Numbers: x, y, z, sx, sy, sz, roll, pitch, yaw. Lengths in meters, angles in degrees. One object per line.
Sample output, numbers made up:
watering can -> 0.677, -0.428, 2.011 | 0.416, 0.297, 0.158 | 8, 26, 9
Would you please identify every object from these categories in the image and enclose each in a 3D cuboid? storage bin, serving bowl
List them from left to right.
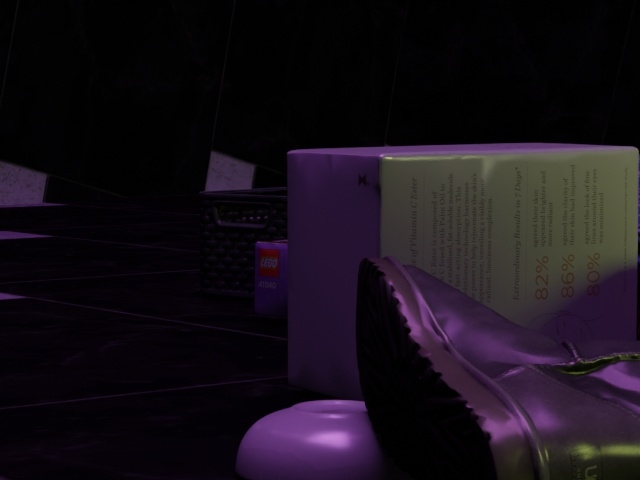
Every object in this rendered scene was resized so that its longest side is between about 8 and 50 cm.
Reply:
storage bin -> 0.000, 0.000, 1.534 | 0.122, 0.084, 0.180 | 4, 7, 43
serving bowl -> 0.006, 0.082, 0.782 | 0.083, 0.027, 0.083 | 0, 5, 0

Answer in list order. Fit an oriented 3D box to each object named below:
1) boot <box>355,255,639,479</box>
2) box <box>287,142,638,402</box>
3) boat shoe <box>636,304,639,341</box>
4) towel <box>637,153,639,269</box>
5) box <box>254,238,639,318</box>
boot -> 0.132, 0.054, 0.727 | 0.208, 0.076, 0.190 | -9, 30, -17
box -> 0.076, 0.014, 1.006 | 0.170, 0.130, 0.091 | -2, 5, -31
boat shoe -> 0.228, 0.040, 1.037 | 0.095, 0.095, 0.257 | 14, 12, 6
towel -> 0.284, -0.010, 1.372 | 0.243, 0.040, 0.336 | 14, 13, 11
box -> 0.122, 0.024, 1.367 | 0.201, 0.057, 0.293 | 4, 6, 39
